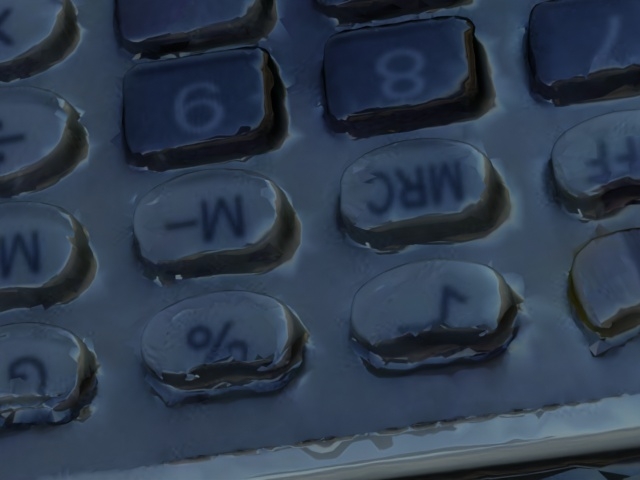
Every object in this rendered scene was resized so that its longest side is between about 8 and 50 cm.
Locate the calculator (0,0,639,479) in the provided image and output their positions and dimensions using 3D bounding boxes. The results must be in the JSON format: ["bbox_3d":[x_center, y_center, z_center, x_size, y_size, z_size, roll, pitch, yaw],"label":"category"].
[{"bbox_3d":[0.000,0.000,0.330,0.040,0.177,0.268,63,-159,-72],"label":"calculator"}]
